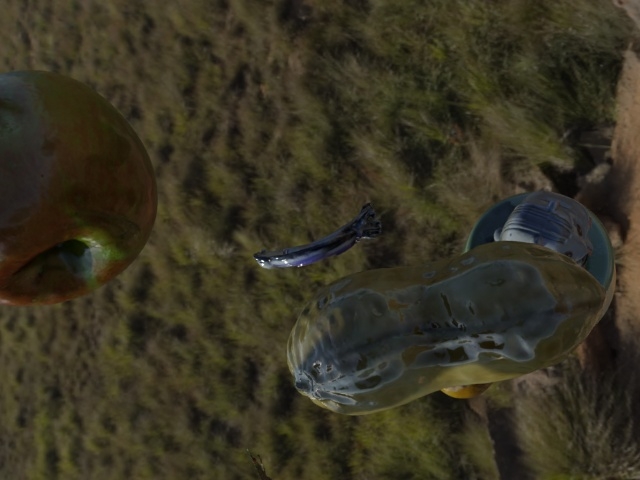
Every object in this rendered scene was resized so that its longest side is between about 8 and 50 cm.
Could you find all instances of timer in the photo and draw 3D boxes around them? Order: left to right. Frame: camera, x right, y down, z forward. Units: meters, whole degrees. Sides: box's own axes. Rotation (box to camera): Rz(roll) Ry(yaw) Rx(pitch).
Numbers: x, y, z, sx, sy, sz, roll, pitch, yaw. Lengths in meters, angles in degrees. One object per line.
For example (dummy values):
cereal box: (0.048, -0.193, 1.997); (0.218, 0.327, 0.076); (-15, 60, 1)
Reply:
timer: (0.383, 0.021, 1.218); (0.290, 0.315, 0.291); (-4, 72, 12)

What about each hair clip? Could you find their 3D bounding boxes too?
hair clip: (0.000, 0.000, 0.937); (0.049, 0.172, 0.116); (69, 161, -1)

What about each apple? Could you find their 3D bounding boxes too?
apple: (-0.412, -0.077, 1.011); (0.339, 0.339, 0.340); (0, 90, 55)

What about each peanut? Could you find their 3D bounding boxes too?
peanut: (0.102, 0.080, 0.638); (0.305, 0.147, 0.147); (-16, 75, 25)

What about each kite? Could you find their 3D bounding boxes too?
kite: (-0.087, 0.383, 1.124); (0.122, 0.004, 0.090); (60, -178, -41)

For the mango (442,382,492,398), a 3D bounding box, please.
mango: (0.167, 0.091, 0.782); (0.090, 0.178, 0.115); (11, 138, 22)
